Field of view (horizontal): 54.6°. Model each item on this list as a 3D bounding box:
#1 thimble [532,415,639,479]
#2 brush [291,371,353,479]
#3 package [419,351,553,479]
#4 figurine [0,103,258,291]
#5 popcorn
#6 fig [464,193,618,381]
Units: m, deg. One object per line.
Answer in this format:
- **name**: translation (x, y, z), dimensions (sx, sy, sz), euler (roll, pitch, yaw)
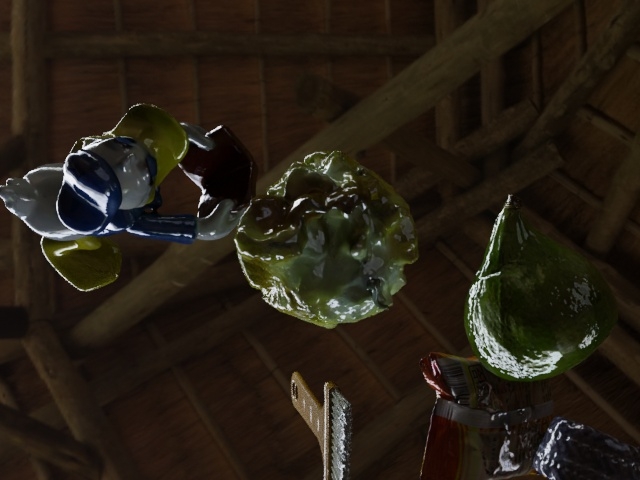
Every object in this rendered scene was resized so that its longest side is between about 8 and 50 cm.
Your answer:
- **thimble**: translation (0.261, 0.215, 0.599), dimensions (0.104, 0.095, 0.066), euler (25, -99, -1)
- **brush**: translation (-0.005, 0.176, 0.614), dimensions (0.272, 0.013, 0.103), euler (-178, -90, -78)
- **package**: translation (0.265, 0.265, 0.923), dimensions (0.108, 0.288, 0.223), euler (-1, -90, 60)
- **figurine**: translation (-0.202, -0.043, 0.685), dimensions (0.283, 0.338, 0.205), euler (-7, -88, -11)
- **popcorn**: translation (0.000, 0.000, 0.647), dimensions (0.197, 0.212, 0.198), euler (-8, -108, 25)
- **fig**: translation (0.270, 0.058, 0.832), dimensions (0.203, 0.203, 0.235), euler (-27, -88, 29)
